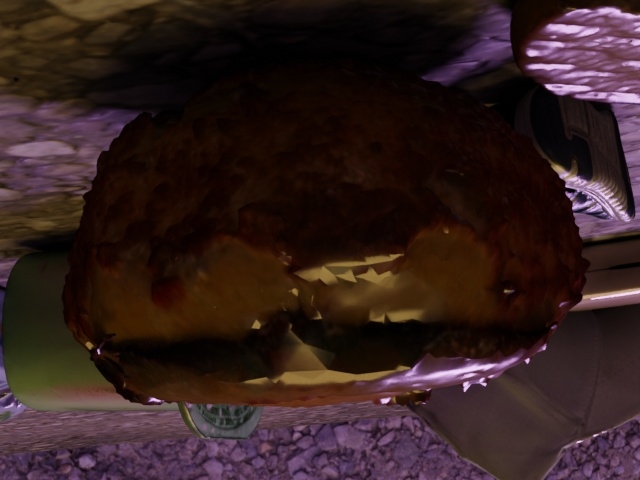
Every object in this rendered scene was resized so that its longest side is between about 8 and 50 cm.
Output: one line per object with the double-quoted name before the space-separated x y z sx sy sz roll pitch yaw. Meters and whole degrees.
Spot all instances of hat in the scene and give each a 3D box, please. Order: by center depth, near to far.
"hat" 0.204 0.086 1.458 0.301 0.168 0.258 -30 -167 -1

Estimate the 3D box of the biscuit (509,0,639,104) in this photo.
"biscuit" 0.177 -0.093 0.680 0.176 0.031 0.229 -14 166 33

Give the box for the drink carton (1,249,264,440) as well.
"drink carton" -0.124 0.062 1.062 0.142 0.144 0.146 -4 171 19

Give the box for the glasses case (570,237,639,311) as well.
"glasses case" 0.290 0.023 1.339 0.196 0.050 0.083 -9 167 10

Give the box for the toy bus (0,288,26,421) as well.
"toy bus" -0.300 0.079 1.132 0.136 0.109 0.330 -18 169 7

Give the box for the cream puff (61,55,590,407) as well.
"cream puff" -0.001 0.000 0.727 0.240 0.163 0.240 0 -177 0

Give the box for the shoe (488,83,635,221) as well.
"shoe" 0.124 -0.040 0.849 0.071 0.063 0.143 -13 165 29
